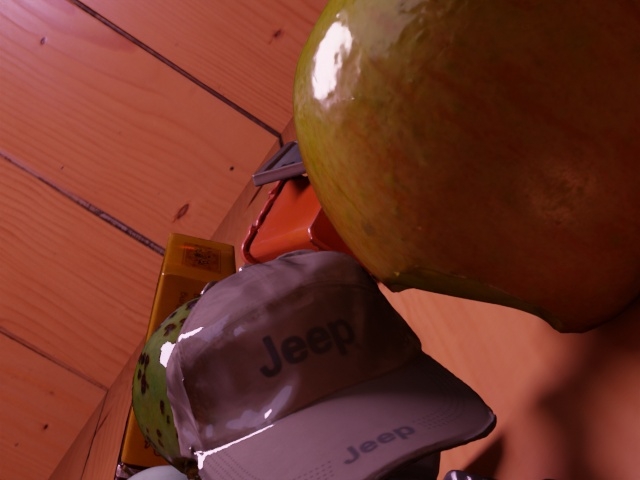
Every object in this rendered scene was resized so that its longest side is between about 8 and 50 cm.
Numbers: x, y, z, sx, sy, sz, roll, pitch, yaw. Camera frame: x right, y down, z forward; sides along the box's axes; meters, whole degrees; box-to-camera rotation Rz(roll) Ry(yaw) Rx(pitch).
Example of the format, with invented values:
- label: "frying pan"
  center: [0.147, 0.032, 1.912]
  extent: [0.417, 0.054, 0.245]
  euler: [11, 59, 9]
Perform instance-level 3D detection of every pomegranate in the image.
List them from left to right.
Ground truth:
- label: "pomegranate"
  center: [-0.077, 0.157, 1.123]
  extent: [0.270, 0.254, 0.254]
  euler: [-51, 5, -40]

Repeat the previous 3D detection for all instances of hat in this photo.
- label: "hat"
  center: [-0.001, 0.085, 0.718]
  extent: [0.214, 0.149, 0.245]
  euler: [-24, 5, -20]

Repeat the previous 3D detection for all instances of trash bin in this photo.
- label: "trash bin"
  center: [0.000, 0.000, 1.393]
  extent: [0.184, 0.161, 0.239]
  euler: [-61, 16, -15]

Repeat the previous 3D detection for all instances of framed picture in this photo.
- label: "framed picture"
  center: [0.036, -0.144, 1.489]
  extent: [0.232, 0.024, 0.315]
  euler: [-14, 11, 10]

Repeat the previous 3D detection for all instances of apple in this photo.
- label: "apple"
  center: [0.141, -0.105, 0.774]
  extent: [0.339, 0.340, 0.339]
  euler: [-53, 13, 18]

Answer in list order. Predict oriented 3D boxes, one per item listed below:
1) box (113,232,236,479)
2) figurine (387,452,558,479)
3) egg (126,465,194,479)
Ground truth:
- label: "box"
  center: [-0.225, 0.221, 1.515]
  extent: [0.264, 0.116, 0.415]
  euler: [-117, 40, -74]
- label: "figurine"
  center: [0.015, 0.238, 0.714]
  extent: [0.342, 0.167, 0.285]
  euler: [-49, 12, 18]
- label: "egg"
  center: [-0.193, 0.374, 1.174]
  extent: [0.168, 0.168, 0.231]
  euler: [-47, 21, 38]
